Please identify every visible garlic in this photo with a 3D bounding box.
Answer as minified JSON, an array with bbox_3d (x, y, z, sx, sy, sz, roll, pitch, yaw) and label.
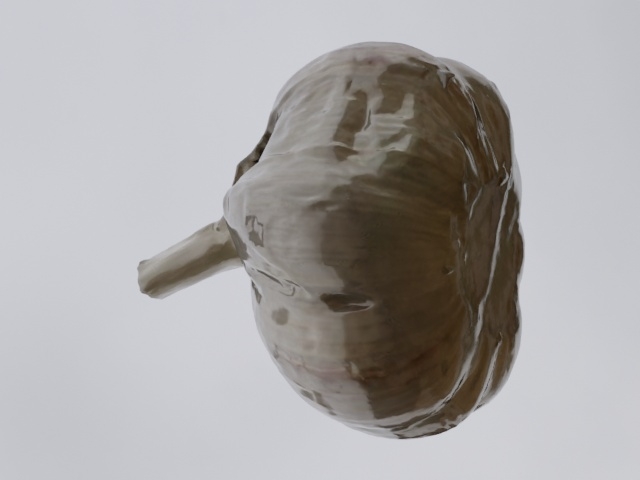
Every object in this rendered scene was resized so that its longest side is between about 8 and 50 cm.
[{"bbox_3d":[0.000,0.000,0.909,0.218,0.212,0.218,-1,-90,-67],"label":"garlic"}]
